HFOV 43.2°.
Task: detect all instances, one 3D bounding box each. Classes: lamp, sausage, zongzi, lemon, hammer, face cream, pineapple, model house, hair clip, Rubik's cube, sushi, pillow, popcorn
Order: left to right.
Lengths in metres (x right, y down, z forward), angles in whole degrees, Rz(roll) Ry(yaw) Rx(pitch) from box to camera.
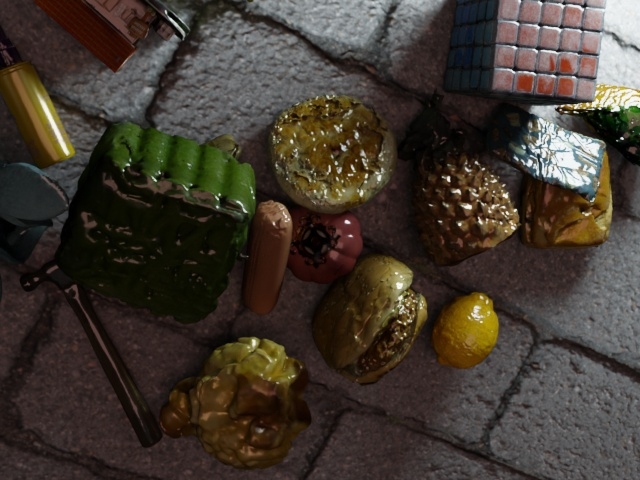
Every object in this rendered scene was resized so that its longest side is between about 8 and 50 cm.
[{"bbox_3d":[-0.642,-0.073,1.454,0.318,0.238,0.392,34,91,-17],"label":"hair clip"},{"bbox_3d":[-0.555,-0.273,1.521,0.078,0.078,0.273,-24,104,-8],"label":"face cream"},{"bbox_3d":[-0.398,-0.423,1.468,0.294,0.207,0.154,41,92,-15],"label":"model house"},{"bbox_3d":[-0.440,0.231,1.654,0.168,0.044,0.440,-24,104,-6],"label":"hammer"},{"bbox_3d":[-0.213,-0.112,1.629,0.160,0.078,0.176,-25,112,-1],"label":"zongzi"},{"bbox_3d":[-0.165,0.341,1.656,0.332,0.225,0.265,-23,93,14],"label":"popcorn"},{"bbox_3d":[-0.108,0.039,1.603,0.086,0.086,0.289,2,136,-13],"label":"sausage"},{"bbox_3d":[0.000,0.000,1.666,0.182,0.140,0.182,0,88,13],"label":"lamp"},{"bbox_3d":[0.261,-0.134,1.682,0.223,0.223,0.357,-22,84,-8],"label":"pineapple"},{"bbox_3d":[0.319,0.197,1.772,0.142,0.142,0.187,35,80,-16],"label":"lemon"},{"bbox_3d":[0.410,-0.400,1.641,0.238,0.237,0.237,5,97,-13],"label":"Rubik's cube"},{"bbox_3d":[0.474,-0.192,1.704,0.255,0.034,0.189,25,51,3],"label":"pillow"},{"bbox_3d":[0.668,-0.254,1.763,0.287,0.149,0.140,27,78,-17],"label":"sushi"}]

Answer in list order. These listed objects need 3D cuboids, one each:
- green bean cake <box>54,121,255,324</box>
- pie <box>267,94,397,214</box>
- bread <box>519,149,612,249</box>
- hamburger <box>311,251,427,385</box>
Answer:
[{"bbox_3d":[-0.298,-0.021,1.506,0.335,0.218,0.319,18,119,-10],"label":"green bean cake"},{"bbox_3d":[0.025,-0.178,1.629,0.274,0.055,0.274,3,68,-7],"label":"pie"},{"bbox_3d":[0.550,-0.096,1.793,0.210,0.099,0.235,-2,100,-12],"label":"bread"},{"bbox_3d":[0.095,0.152,1.636,0.144,0.283,0.259,41,85,-24],"label":"hamburger"}]
